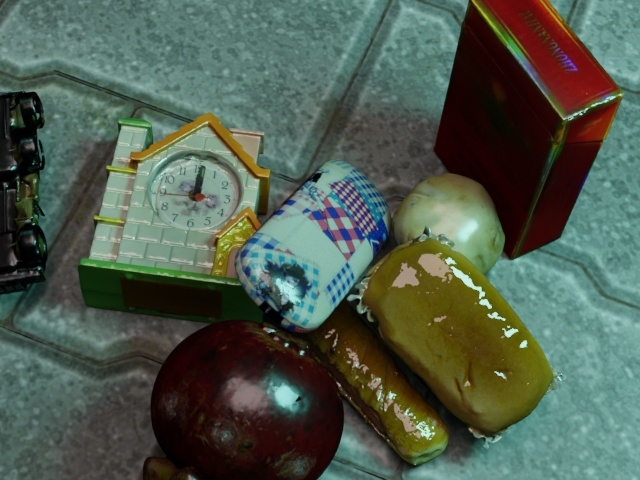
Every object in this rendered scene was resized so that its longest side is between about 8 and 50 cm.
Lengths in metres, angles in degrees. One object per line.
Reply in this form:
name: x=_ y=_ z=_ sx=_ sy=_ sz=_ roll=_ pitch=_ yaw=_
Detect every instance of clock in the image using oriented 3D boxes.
clock: x=-0.163 y=-0.037 z=1.482 sx=0.220 sy=0.106 sz=0.255 roll=7 pitch=59 yaw=-1

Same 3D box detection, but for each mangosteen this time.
mangosteen: x=-0.096 y=0.212 z=1.301 sx=0.215 sy=0.215 sz=0.257 roll=33 pitch=93 yaw=14

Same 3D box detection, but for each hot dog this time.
hot dog: x=0.047 y=0.144 z=1.423 sx=0.088 sy=0.061 sz=0.286 roll=-32 pitch=68 yaw=-33

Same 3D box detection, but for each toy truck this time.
toy truck: x=-0.391 y=-0.052 z=1.463 sx=0.127 sy=0.127 sz=0.257 roll=-8 pitch=61 yaw=-2

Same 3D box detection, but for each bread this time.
bread: x=0.155 y=0.108 z=1.380 sx=0.136 sy=0.107 sz=0.241 roll=-42 pitch=91 yaw=-3

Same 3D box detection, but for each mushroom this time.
mushroom: x=0.159 y=-0.012 z=1.490 sx=0.148 sy=0.112 sz=0.148 roll=2 pitch=63 yaw=-4

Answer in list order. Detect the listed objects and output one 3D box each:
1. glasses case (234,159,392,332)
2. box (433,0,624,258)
glasses case: x=0.000 y=0.000 z=1.415 sx=0.125 sy=0.076 sz=0.327 roll=48 pitch=32 yaw=-5
box: x=0.240 y=-0.141 z=1.454 sx=0.089 sy=0.313 sz=0.197 roll=-24 pitch=65 yaw=-15
